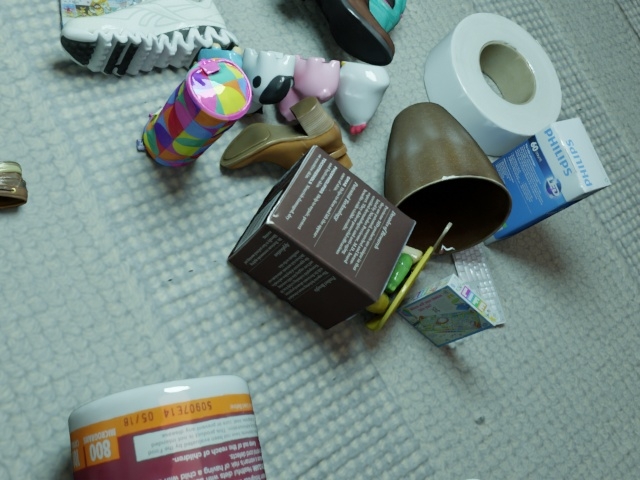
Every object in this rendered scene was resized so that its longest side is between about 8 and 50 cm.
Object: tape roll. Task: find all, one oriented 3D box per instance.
[{"bbox_3d":[0.357,-0.322,1.486,0.286,0.100,0.286,11,65,-24],"label":"tape roll"}]

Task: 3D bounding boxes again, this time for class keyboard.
[{"bbox_3d":[0.279,0.036,1.347,0.072,0.014,0.256,-5,72,-30],"label":"keyboard"}]

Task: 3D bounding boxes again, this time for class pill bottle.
[{"bbox_3d":[-0.159,0.374,0.844,0.224,0.224,0.392,-4,71,-30],"label":"pill bottle"}]

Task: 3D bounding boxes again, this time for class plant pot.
[{"bbox_3d":[0.200,-0.127,1.277,0.215,0.215,0.230,10,50,-25],"label":"plant pot"}]

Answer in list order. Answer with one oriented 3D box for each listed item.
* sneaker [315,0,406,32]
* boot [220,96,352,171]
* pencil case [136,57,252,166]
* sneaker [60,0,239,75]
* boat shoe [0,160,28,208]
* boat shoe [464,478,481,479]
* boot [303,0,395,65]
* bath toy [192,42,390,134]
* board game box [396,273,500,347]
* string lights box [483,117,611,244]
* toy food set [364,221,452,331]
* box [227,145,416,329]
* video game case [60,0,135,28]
[{"bbox_3d":[0.072,-0.527,1.400,0.178,0.124,0.295,-29,93,-29],"label":"sneaker"},{"bbox_3d":[-0.051,-0.132,1.196,0.152,0.197,0.073,55,14,-42],"label":"boot"},{"bbox_3d":[-0.189,-0.184,1.059,0.104,0.236,0.104,8,74,-31],"label":"pencil case"},{"bbox_3d":[-0.275,-0.335,1.144,0.292,0.110,0.118,-13,81,-40],"label":"sneaker"},{"bbox_3d":[-0.474,-0.055,0.947,0.178,0.064,0.060,-20,78,-36],"label":"boat shoe"},{"bbox_3d":[0.292,0.512,1.099,0.091,0.109,0.305,-31,90,-39],"label":"boat shoe"},{"bbox_3d":[0.096,-0.487,1.317,0.264,0.096,0.280,41,66,-3],"label":"boot"},{"bbox_3d":[-0.041,-0.252,1.229,0.348,0.151,0.129,-2,108,-32],"label":"bath toy"},{"bbox_3d":[0.206,0.119,1.188,0.103,0.154,0.026,41,57,-8],"label":"board game box"},{"bbox_3d":[0.379,-0.101,1.309,0.076,0.259,0.133,-14,78,-32],"label":"string lights box"},{"bbox_3d":[0.124,0.053,1.201,0.071,0.128,0.218,34,55,8],"label":"toy food set"},{"bbox_3d":[0.000,0.000,1.117,0.203,0.168,0.167,36,57,-11],"label":"box"},{"bbox_3d":[-0.366,-0.407,1.182,0.119,0.015,0.166,0,70,-29],"label":"video game case"}]
